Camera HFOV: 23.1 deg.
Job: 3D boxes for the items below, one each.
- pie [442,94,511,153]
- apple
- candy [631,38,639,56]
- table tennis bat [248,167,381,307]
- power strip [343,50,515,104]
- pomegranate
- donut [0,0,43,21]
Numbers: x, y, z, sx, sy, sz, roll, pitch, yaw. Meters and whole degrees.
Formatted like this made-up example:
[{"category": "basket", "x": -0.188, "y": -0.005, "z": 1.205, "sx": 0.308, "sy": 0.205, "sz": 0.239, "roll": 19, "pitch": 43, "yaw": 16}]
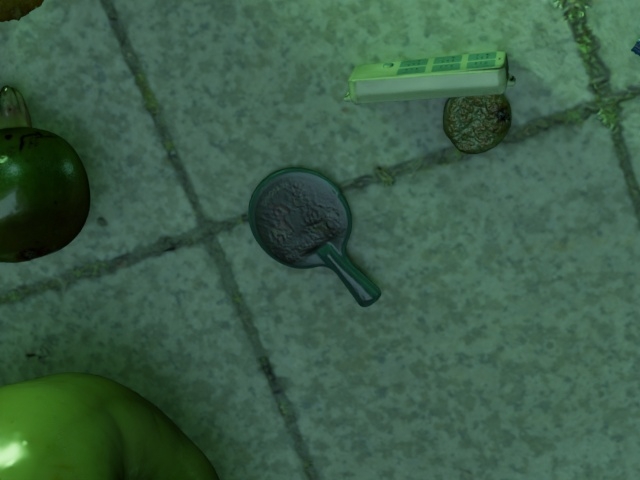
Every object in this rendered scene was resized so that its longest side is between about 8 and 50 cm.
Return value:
[{"category": "pie", "x": 0.179, "y": -0.139, "z": 1.803, "sx": 0.085, "sy": 0.017, "sz": 0.085, "roll": 2, "pitch": 113, "yaw": 6}, {"category": "apple", "x": -0.337, "y": 0.390, "z": 1.875, "sx": 0.474, "sy": 0.473, "sz": 0.473, "roll": 3, "pitch": 113, "yaw": 7}, {"category": "candy", "x": 0.415, "y": -0.242, "z": 1.719, "sx": 0.088, "sy": 0.038, "sz": 0.136, "roll": 35, "pitch": 106, "yaw": 8}, {"category": "table tennis bat", "x": 0.000, "y": 0.000, "z": 1.881, "sx": 0.124, "sy": 0.033, "sz": 0.201, "roll": -39, "pitch": 98, "yaw": 22}, {"category": "power strip", "x": 0.122, "y": -0.182, "z": 1.759, "sx": 0.192, "sy": 0.081, "sz": 0.035, "roll": -3, "pitch": 111, "yaw": 10}, {"category": "pomegranate", "x": -0.362, "y": -0.079, "z": 1.838, "sx": 0.180, "sy": 0.180, "sz": 0.209, "roll": -17, "pitch": 81, "yaw": 14}, {"category": "donut", "x": -0.345, "y": -0.376, "z": 1.661, "sx": 0.108, "sy": 0.277, "sz": 0.277, "roll": 26, "pitch": 115, "yaw": 21}]
